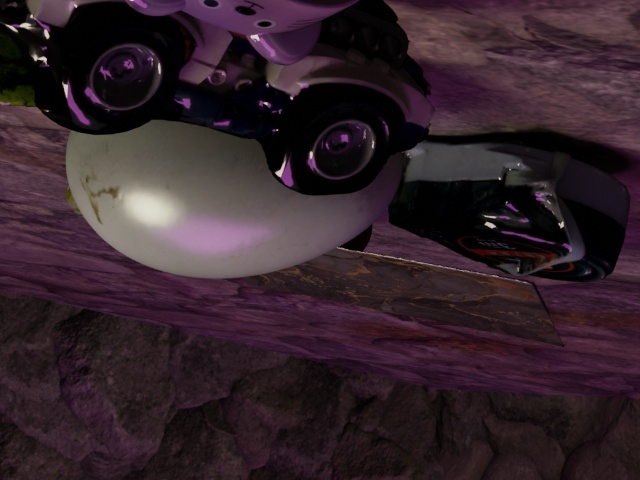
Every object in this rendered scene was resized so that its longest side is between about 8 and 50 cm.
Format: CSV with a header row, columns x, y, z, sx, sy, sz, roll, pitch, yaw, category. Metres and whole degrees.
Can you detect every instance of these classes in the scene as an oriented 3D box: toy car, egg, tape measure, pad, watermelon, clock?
x,y,z,sx,sy,sz,roll,pitch,yaw,category
-0.064,-0.132,0.987,0.301,0.118,0.193,14,-154,-32,toy car
-0.068,-0.061,1.275,0.264,0.182,0.183,2,169,9,egg
0.181,-0.028,1.455,0.182,0.107,0.181,3,165,46,tape measure
0.056,0.044,1.658,0.368,0.007,0.247,10,166,19,pad
-0.302,-0.151,1.391,0.245,0.063,0.119,8,-176,4,watermelon
-0.035,-0.161,0.866,0.153,0.110,0.050,16,170,-37,clock

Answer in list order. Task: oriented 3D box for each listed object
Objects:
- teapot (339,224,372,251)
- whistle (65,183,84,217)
x,y,z,sx,sy,sz,roll,pitch,yaw,category
0.000,0.000,1.797,0.116,0.116,0.173,9,171,7,teapot
-0.213,-0.035,1.960,0.198,0.057,0.104,19,168,-38,whistle
